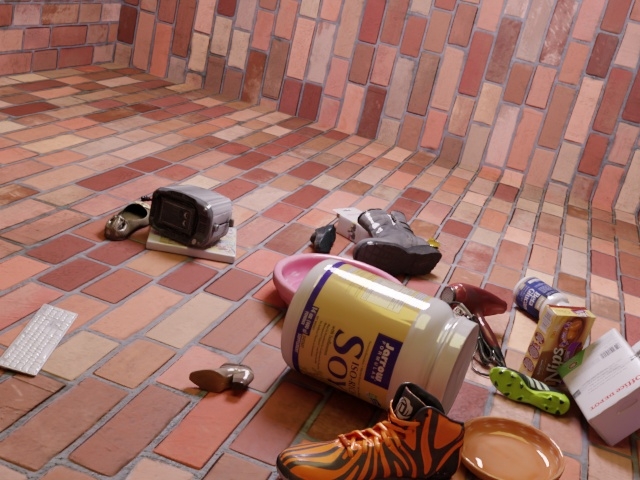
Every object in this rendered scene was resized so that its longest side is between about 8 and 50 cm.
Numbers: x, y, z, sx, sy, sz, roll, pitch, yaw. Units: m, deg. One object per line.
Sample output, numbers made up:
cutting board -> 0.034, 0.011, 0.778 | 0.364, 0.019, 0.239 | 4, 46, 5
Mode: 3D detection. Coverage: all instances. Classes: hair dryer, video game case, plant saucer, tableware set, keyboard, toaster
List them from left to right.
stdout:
keyboard -> -0.529, 0.184, 1.594 | 0.072, 0.014, 0.256 | 12, 20, -3
toaster -> -0.336, -0.072, 2.183 | 0.227, 0.129, 0.146 | 19, 17, 23
video game case -> -0.335, -0.007, 2.226 | 0.227, 0.026, 0.206 | 10, 20, -9
plant saucer -> 0.045, 0.132, 2.008 | 0.332, 0.084, 0.332 | 11, 19, -4
tableware set -> 0.302, 0.010, 2.608 | 0.154, 0.024, 0.104 | -4, 23, -38
hair dryer -> 0.368, 0.200, 2.008 | 0.223, 0.080, 0.293 | 49, 38, 4
plant saucer -> 0.340, 0.391, 1.535 | 0.200, 0.037, 0.200 | 6, 23, -2

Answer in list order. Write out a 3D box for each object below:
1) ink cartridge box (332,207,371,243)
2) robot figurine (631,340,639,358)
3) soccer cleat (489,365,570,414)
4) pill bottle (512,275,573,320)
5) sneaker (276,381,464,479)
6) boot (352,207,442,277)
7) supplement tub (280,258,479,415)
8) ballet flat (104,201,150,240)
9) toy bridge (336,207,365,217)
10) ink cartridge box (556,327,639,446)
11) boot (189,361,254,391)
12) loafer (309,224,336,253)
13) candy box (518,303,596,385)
ink cartridge box -> 0.123, -0.037, 2.555 | 0.104, 0.061, 0.181 | -7, 29, -44
robot figurine -> 0.776, 0.324, 1.839 | 0.209, 0.173, 0.278 | 32, 13, -20
soccer cleat -> 0.446, 0.319, 1.809 | 0.179, 0.060, 0.072 | 25, 12, 13
pill bottle -> 0.601, 0.169, 2.253 | 0.094, 0.094, 0.169 | 1, 23, -32
sneaker -> 0.090, 0.318, 1.382 | 0.321, 0.180, 0.124 | 5, 21, -24
boot -> 0.163, -0.001, 2.348 | 0.338, 0.118, 0.222 | 9, 33, -48
supplement tub -> 0.116, 0.196, 1.646 | 0.331, 0.241, 0.241 | 21, 21, 20
ballet flat -> -0.501, -0.064, 2.225 | 0.084, 0.058, 0.250 | 16, 20, 6
toy bridge -> 0.149, -0.071, 2.719 | 0.188, 0.026, 0.063 | 7, 23, -17
ink cartridge box -> 0.614, 0.305, 1.775 | 0.092, 0.160, 0.219 | 48, 13, -17
boot -> -0.185, 0.253, 1.599 | 0.118, 0.042, 0.087 | 13, 13, -3
loafer -> 0.000, 0.000, 2.398 | 0.061, 0.062, 0.170 | -6, 12, 13
candy box -> 0.526, 0.235, 1.885 | 0.109, 0.186, 0.053 | 6, 24, -22
